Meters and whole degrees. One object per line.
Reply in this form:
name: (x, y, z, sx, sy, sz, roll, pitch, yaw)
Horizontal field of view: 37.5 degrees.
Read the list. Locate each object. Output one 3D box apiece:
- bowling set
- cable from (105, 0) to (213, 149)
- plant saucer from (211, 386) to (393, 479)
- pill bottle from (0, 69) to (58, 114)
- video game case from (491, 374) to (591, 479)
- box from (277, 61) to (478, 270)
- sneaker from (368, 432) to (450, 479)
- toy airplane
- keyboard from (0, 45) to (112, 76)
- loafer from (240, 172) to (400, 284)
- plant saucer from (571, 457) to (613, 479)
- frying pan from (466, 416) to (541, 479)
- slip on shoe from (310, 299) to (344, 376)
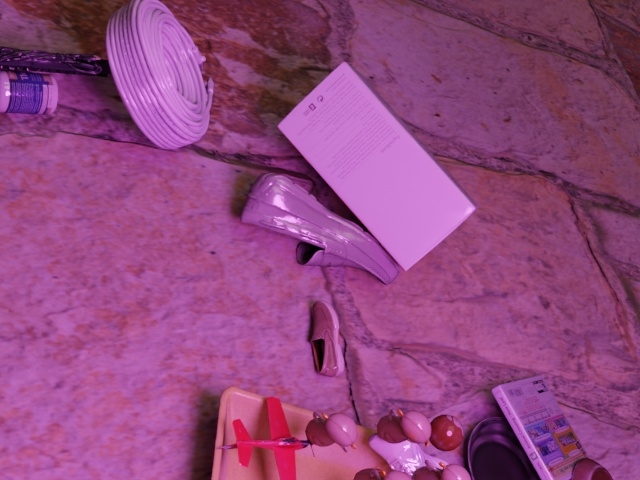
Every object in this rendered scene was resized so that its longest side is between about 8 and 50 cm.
bowling set: (0.135, 0.301, 1.319, 0.200, 0.154, 0.287, -42, 92, -22)
cable: (-0.269, -0.281, 1.578, 0.257, 0.089, 0.257, -95, 162, -44)
plant saucer: (-0.023, 0.411, 1.345, 0.332, 0.081, 0.333, 21, 49, -21)
pill bottle: (-0.485, -0.236, 1.496, 0.120, 0.067, 0.067, -2, 61, -37)
video game case: (0.402, 0.339, 1.696, 0.212, 0.023, 0.193, 4, 54, -57)
box: (0.113, -0.133, 1.719, 0.345, 0.168, 0.215, 49, 10, 5)
sneaker: (0.136, 0.340, 1.416, 0.152, 0.053, 0.061, 33, 48, -12)
toy airplane: (-0.072, 0.285, 1.325, 0.151, 0.028, 0.151, 19, 51, -25)
keyboard: (-0.468, -0.281, 1.478, 0.317, 0.201, 0.033, -3, 97, -36)
loafer: (0.000, 0.000, 1.661, 0.319, 0.112, 0.111, 32, 83, -20)
plant saucer: (0.492, 0.469, 1.663, 0.168, 0.029, 0.169, 21, 62, -47)
frying pan: (0.285, 0.422, 1.575, 0.326, 0.053, 0.197, -27, 77, -44)
slip on shoe: (0.003, 0.162, 1.570, 0.041, 0.051, 0.135, 6, 64, -36)
